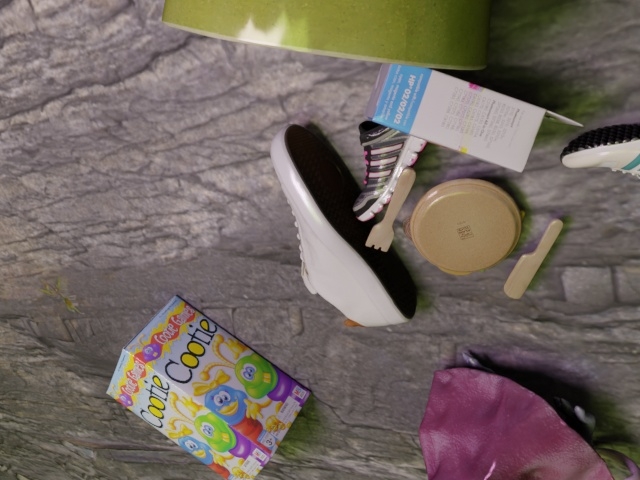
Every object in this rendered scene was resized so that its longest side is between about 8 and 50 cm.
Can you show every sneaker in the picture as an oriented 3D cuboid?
[{"bbox_3d":[0.070,-0.099,0.727,0.074,0.063,0.170,33,126,5],"label":"sneaker"},{"bbox_3d":[0.000,0.000,0.802,0.123,0.106,0.290,-19,112,34],"label":"sneaker"},{"bbox_3d":[0.314,-0.072,0.611,0.161,0.057,0.075,-8,111,30],"label":"sneaker"}]

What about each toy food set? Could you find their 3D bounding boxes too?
[{"bbox_3d":[0.161,-0.016,0.733,0.192,0.039,0.132,20,125,-3],"label":"toy food set"}]

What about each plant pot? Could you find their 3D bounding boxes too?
[{"bbox_3d":[0.022,-0.305,0.506,0.274,0.275,0.294,15,111,20],"label":"plant pot"}]

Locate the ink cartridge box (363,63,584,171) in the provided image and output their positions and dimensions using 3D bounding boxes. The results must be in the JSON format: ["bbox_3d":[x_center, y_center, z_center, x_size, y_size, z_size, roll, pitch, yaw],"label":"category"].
[{"bbox_3d":[0.139,-0.114,0.612,0.181,0.104,0.062,18,103,-4],"label":"ink cartridge box"}]

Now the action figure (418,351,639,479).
[{"bbox_3d":[0.164,0.339,0.793,0.275,0.370,0.248,38,164,-18],"label":"action figure"}]

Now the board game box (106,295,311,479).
[{"bbox_3d":[-0.182,0.247,1.049,0.275,0.142,0.144,35,131,4],"label":"board game box"}]
